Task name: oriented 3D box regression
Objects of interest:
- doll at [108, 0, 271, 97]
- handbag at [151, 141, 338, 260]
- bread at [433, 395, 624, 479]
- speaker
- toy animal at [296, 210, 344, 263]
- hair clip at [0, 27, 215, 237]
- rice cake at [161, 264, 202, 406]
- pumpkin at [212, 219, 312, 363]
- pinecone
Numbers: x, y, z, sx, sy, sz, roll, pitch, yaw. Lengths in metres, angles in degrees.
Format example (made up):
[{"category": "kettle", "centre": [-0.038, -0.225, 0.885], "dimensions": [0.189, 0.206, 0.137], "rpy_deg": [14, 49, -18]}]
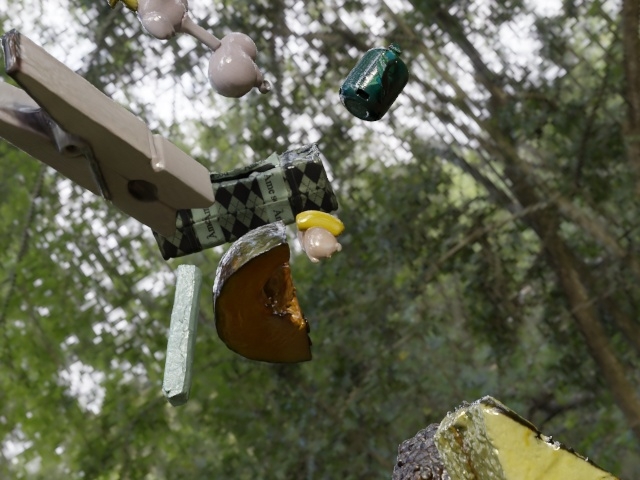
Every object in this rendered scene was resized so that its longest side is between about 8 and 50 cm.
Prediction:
[{"category": "doll", "centre": [-0.244, -0.405, 2.188], "dimensions": [0.094, 0.365, 0.160], "rpy_deg": [-39, 24, 34]}, {"category": "handbag", "centre": [-0.176, -0.112, 2.544], "dimensions": [0.416, 0.180, 0.316], "rpy_deg": [-15, 19, 4]}, {"category": "bread", "centre": [0.279, 0.295, 1.444], "dimensions": [0.198, 0.236, 0.263], "rpy_deg": [-27, -10, -13]}, {"category": "speaker", "centre": [0.068, -0.177, 1.224], "dimensions": [0.075, 0.060, 0.094], "rpy_deg": [-55, 18, -20]}, {"category": "toy animal", "centre": [0.000, 0.000, 2.117], "dimensions": [0.091, 0.114, 0.082], "rpy_deg": [-10, -33, -23]}, {"category": "hair clip", "centre": [-0.258, -0.116, 1.257], "dimensions": [0.101, 0.085, 0.331], "rpy_deg": [-36, -42, 19]}, {"category": "rice cake", "centre": [-0.221, 0.150, 1.770], "dimensions": [0.042, 0.245, 0.045], "rpy_deg": [-6, -35, 12]}, {"category": "pumpkin", "centre": [-0.104, 0.059, 1.711], "dimensions": [0.148, 0.169, 0.312], "rpy_deg": [-13, -39, -6]}, {"category": "pinecone", "centre": [0.236, 0.464, 2.095], "dimensions": [0.203, 0.228, 0.201], "rpy_deg": [-9, -33, 1]}]
